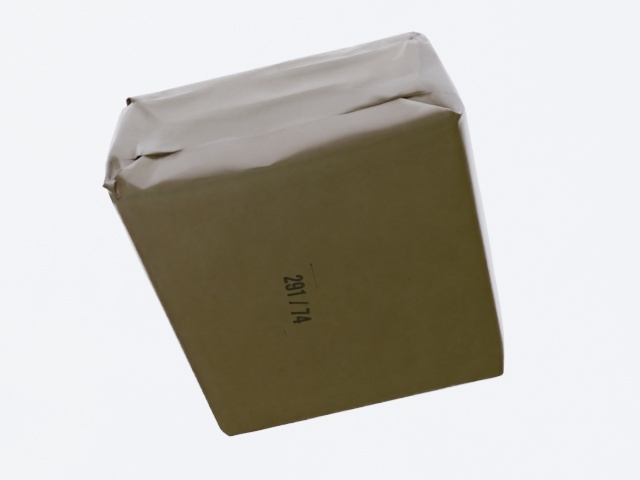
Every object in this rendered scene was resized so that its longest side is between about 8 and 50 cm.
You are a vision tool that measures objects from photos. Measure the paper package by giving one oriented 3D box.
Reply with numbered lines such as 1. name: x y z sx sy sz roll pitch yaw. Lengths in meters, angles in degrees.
1. paper package: 0.000 0.000 0.989 0.309 0.168 0.325 -13 -51 5
